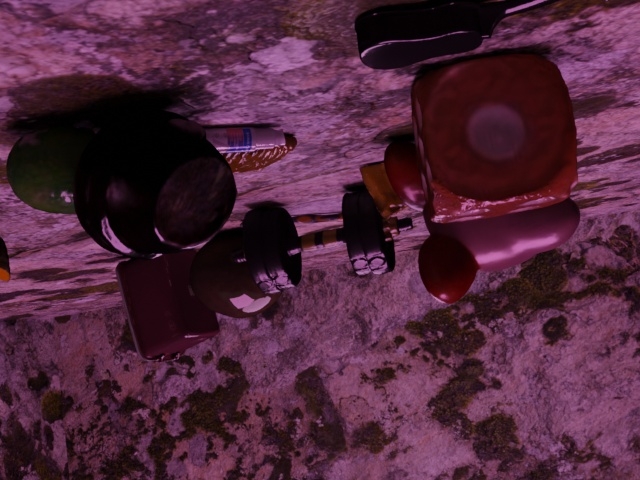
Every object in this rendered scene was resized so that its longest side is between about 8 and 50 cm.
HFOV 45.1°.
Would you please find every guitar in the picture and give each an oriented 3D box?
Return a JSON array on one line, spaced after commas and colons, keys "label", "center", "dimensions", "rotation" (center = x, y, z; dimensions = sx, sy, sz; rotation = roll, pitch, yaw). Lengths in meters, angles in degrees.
[{"label": "guitar", "center": [0.167, -0.210, 0.719], "dimensions": [0.270, 0.038, 0.084], "rotation": [-10, 174, 15]}]

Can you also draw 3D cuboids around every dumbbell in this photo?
[{"label": "dumbbell", "center": [0.000, 0.000, 1.593], "dimensions": [0.388, 0.185, 0.185], "rotation": [-11, 173, 15]}]

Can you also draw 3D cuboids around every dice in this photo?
[{"label": "dice", "center": [0.208, -0.117, 0.948], "dimensions": [0.173, 0.175, 0.179], "rotation": [-10, 172, 4]}]

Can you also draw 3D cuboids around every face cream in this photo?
[{"label": "face cream", "center": [-0.108, -0.133, 1.018], "dimensions": [0.130, 0.034, 0.034], "rotation": [-5, 172, -23]}]

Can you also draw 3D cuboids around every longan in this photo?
[{"label": "longan", "center": [-0.205, 0.083, 1.920], "dimensions": [0.248, 0.249, 0.248], "rotation": [-8, 173, -1]}]

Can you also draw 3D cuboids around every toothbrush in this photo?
[{"label": "toothbrush", "center": [-0.034, -0.049, 1.811], "dimensions": [0.320, 0.023, 0.031], "rotation": [-5, 179, -20]}]

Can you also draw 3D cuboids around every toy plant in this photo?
[{"label": "toy plant", "center": [-0.226, -0.072, 0.903], "dimensions": [0.235, 0.176, 0.218], "rotation": [18, -162, 38]}]

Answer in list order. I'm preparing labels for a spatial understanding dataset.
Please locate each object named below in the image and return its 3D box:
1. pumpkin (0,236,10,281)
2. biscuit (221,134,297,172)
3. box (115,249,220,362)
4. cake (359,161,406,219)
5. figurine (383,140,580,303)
[{"label": "pumpkin", "center": [-0.602, 0.009, 1.262], "dimensions": [0.183, 0.108, 0.119], "rotation": [1, 163, -14]}, {"label": "biscuit", "center": [-0.157, -0.114, 1.123], "dimensions": [0.228, 0.031, 0.176], "rotation": [-16, 168, 42]}, {"label": "box", "center": [-0.401, 0.162, 2.051], "dimensions": [0.167, 0.294, 0.193], "rotation": [-25, 167, 27]}, {"label": "cake", "center": [0.162, -0.128, 1.372], "dimensions": [0.185, 0.116, 0.079], "rotation": [-43, 168, 13]}, {"label": "figurine", "center": [0.261, -0.057, 1.253], "dimensions": [0.261, 0.270, 0.211], "rotation": [-21, 171, 7]}]
